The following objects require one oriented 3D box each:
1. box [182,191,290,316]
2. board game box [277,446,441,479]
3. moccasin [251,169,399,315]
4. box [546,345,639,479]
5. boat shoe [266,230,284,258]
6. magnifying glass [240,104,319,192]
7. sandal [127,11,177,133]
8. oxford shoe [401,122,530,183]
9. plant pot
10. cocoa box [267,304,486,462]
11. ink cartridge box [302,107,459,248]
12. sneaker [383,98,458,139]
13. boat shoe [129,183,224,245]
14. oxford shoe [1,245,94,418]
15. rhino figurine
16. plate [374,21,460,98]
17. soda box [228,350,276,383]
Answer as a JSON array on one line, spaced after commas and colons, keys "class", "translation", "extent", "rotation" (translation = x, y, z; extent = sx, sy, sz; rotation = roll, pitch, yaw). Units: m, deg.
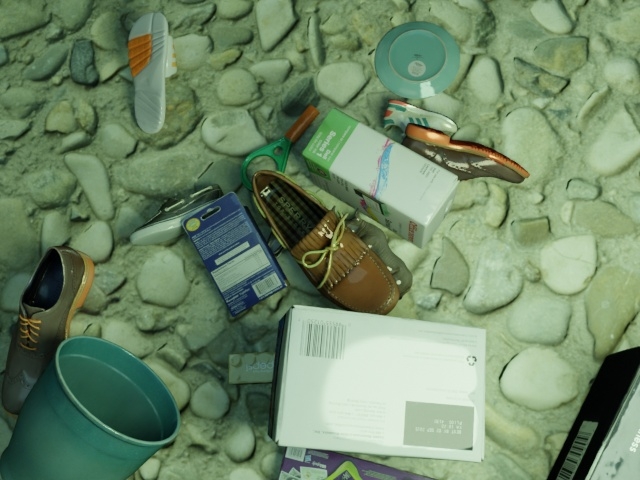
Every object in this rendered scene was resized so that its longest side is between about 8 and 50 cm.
[{"class": "box", "translation": [-0.175, 0.026, 1.415], "extent": [0.136, 0.036, 0.225], "rotation": [-30, 88, 11]}, {"class": "board game box", "translation": [0.079, 0.521, 1.297], "extent": [0.346, 0.056, 0.208], "rotation": [13, 74, 10]}, {"class": "moccasin", "translation": [0.003, -0.002, 1.316], "extent": [0.139, 0.147, 0.380], "rotation": [-39, 67, 2]}, {"class": "box", "translation": [0.619, 0.492, 1.110], "extent": [0.471, 0.297, 0.480], "rotation": [28, 82, 14]}, {"class": "boat shoe", "translation": [-0.080, -0.021, 1.447], "extent": [0.046, 0.038, 0.125], "rotation": [29, 82, 12]}, {"class": "magnifying glass", "translation": [-0.085, -0.200, 1.500], "extent": [0.092, 0.026, 0.231], "rotation": [38, 85, 14]}, {"class": "sandal", "translation": [-0.372, -0.374, 1.554], "extent": [0.102, 0.076, 0.265], "rotation": [6, 98, 22]}, {"class": "oxford shoe", "translation": [0.292, -0.156, 1.416], "extent": [0.271, 0.097, 0.098], "rotation": [19, 105, 0]}, {"class": "plant pot", "translation": [-0.449, 0.365, 1.297], "extent": [0.271, 0.271, 0.255], "rotation": [43, 100, 14]}, {"class": "cocoa box", "translation": [0.091, 0.257, 1.229], "extent": [0.347, 0.228, 0.232], "rotation": [7, 77, -7]}, {"class": "ink cartridge box", "translation": [0.119, -0.116, 1.362], "extent": [0.278, 0.201, 0.117], "rotation": [32, 82, 12]}, {"class": "sneaker", "translation": [0.209, -0.243, 1.466], "extent": [0.161, 0.057, 0.075], "rotation": [21, 98, 9]}, {"class": "boat shoe", "translation": [-0.305, -0.054, 1.466], "extent": [0.219, 0.078, 0.070], "rotation": [-23, 76, -8]}, {"class": "oxford shoe", "translation": [-0.584, 0.181, 1.407], "extent": [0.130, 0.133, 0.364], "rotation": [11, 78, 9]}, {"class": "rhino figurine", "translation": [0.093, 0.026, 1.399], "extent": [0.106, 0.073, 0.243], "rotation": [-34, 74, 2]}, {"class": "plate", "translation": [0.213, -0.401, 1.512], "extent": [0.188, 0.024, 0.188], "rotation": [-1, 76, 5]}, {"class": "soda box", "translation": [-0.091, 0.253, 1.373], "extent": [0.181, 0.058, 0.061], "rotation": [-3, 76, 5]}]
